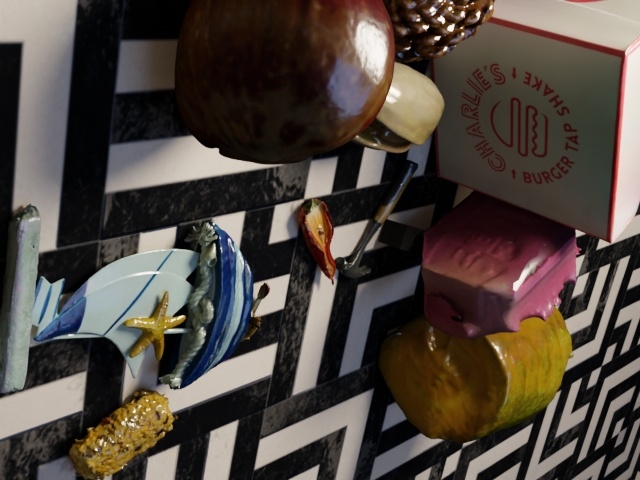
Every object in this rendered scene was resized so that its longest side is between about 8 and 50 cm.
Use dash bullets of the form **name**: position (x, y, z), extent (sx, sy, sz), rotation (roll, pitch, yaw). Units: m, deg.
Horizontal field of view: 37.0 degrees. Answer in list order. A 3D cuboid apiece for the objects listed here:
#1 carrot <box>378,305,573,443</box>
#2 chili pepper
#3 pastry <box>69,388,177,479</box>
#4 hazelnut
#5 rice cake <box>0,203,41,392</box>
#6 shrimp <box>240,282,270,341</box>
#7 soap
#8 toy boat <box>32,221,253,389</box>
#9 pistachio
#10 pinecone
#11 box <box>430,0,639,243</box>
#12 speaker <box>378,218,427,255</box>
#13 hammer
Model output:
- **carrot**: position (0.284, 0.209, 1.656), extent (0.340, 0.241, 0.241), rotation (-9, 119, -47)
- **chili pepper**: position (0.000, 0.000, 1.336), extent (0.045, 0.027, 0.178), rotation (-42, 140, -21)
- **pastry**: position (-0.238, 0.235, 1.161), extent (0.140, 0.056, 0.080), rotation (-42, 151, -31)
- **hazelnut**: position (-0.045, -0.184, 0.979), extent (0.218, 0.234, 0.218), rotation (9, 79, -55)
- **rice cake**: position (-0.310, 0.063, 0.977), extent (0.033, 0.033, 0.208), rotation (-9, 119, -47)
- **shrimp**: position (-0.085, 0.091, 1.248), extent (0.083, 0.023, 0.114), rotation (-64, -174, -17)
- **soap**: position (0.274, 0.025, 1.469), extent (0.325, 0.220, 0.127), rotation (-39, 126, -33)
- **toy boat**: position (-0.211, 0.077, 1.113), extent (0.291, 0.067, 0.220), rotation (5, 107, -41)
- **pistachio**: position (0.075, -0.181, 1.237), extent (0.129, 0.131, 0.206), rotation (-32, 154, 31)
- **pinecone**: position (0.102, -0.315, 1.116), extent (0.221, 0.221, 0.221), rotation (-30, 134, -38)
- **box**: position (0.370, -0.240, 1.405), extent (0.300, 0.312, 0.314), rotation (-39, 137, -31)
- **speaker**: position (0.163, 0.004, 1.530), extent (0.191, 0.046, 0.040), rotation (13, 95, -54)
- **hammer**: position (0.090, -0.031, 1.435), extent (0.201, 0.021, 0.078), rotation (-59, 145, -4)
